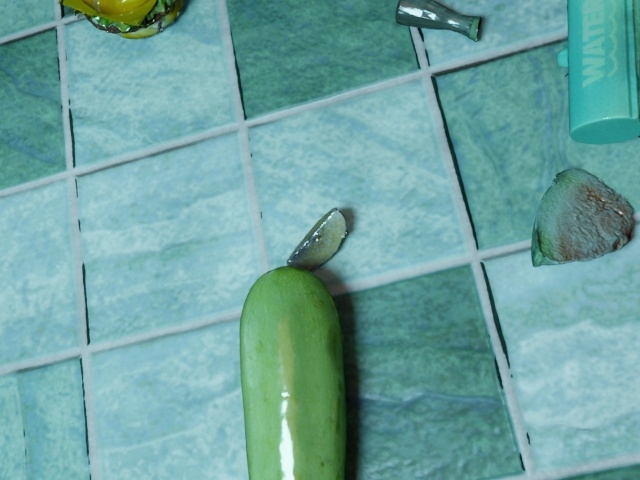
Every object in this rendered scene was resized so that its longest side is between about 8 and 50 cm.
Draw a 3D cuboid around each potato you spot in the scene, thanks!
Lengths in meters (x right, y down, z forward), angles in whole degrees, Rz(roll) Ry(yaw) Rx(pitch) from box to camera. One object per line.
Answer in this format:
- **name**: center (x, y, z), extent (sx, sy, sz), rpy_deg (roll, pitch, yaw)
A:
- **potato**: center (0.001, 0.000, 0.930), extent (0.037, 0.036, 0.093), rpy_deg (38, 105, -14)

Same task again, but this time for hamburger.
- **hamburger**: center (-0.266, -0.356, 1.071), extent (0.189, 0.093, 0.164), rpy_deg (32, 81, 19)

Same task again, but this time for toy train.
- **toy train**: center (0.350, -0.220, 0.874), extent (0.159, 0.101, 0.248), rpy_deg (-4, 71, 30)

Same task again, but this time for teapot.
- **teapot**: center (0.152, -0.282, 0.976), extent (0.110, 0.043, 0.043), rpy_deg (22, 79, 15)

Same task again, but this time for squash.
- **squash**: center (-0.024, 0.209, 0.826), extent (0.118, 0.118, 0.371), rpy_deg (-8, 75, 11)

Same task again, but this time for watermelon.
- **watermelon**: center (0.274, -0.009, 0.833), extent (0.094, 0.081, 0.180), rpy_deg (25, 44, 39)

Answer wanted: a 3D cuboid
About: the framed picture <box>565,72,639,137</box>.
- **framed picture**: center (0.429, -0.194, 0.895), extent (0.199, 0.010, 0.195), rpy_deg (-40, 68, -1)
